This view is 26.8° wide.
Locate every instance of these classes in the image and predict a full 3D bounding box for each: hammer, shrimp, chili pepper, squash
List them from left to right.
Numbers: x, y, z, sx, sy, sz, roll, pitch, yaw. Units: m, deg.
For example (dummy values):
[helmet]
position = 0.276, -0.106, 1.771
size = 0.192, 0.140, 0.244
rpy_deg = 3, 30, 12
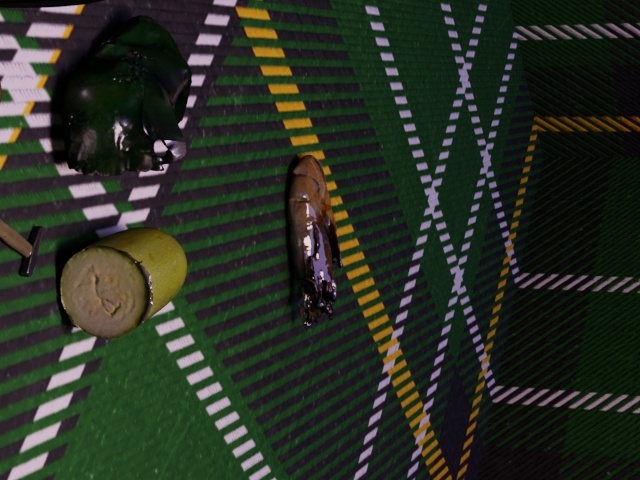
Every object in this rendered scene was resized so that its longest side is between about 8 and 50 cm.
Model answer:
[hammer]
position = -0.358, -0.027, 1.455
size = 0.199, 0.013, 0.062
rpy_deg = 54, 43, -58
[squash]
position = -0.228, 0.038, 1.658
size = 0.186, 0.123, 0.123
rpy_deg = -42, 131, -66
[chili pepper]
position = -0.222, -0.175, 1.648
size = 0.264, 0.116, 0.148
rpy_deg = -58, 141, -53
[shrimp]
position = -0.008, 0.001, 2.297
size = 0.178, 0.075, 0.289
rpy_deg = -5, 84, -71

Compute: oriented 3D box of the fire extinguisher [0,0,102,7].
[fire extinguisher]
position = -0.267, -0.282, 1.281
size = 0.093, 0.294, 0.118
rpy_deg = -27, 117, -67

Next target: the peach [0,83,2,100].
[peach]
position = -0.360, -0.152, 1.345
size = 0.083, 0.083, 0.083
rpy_deg = 2, 90, -69
